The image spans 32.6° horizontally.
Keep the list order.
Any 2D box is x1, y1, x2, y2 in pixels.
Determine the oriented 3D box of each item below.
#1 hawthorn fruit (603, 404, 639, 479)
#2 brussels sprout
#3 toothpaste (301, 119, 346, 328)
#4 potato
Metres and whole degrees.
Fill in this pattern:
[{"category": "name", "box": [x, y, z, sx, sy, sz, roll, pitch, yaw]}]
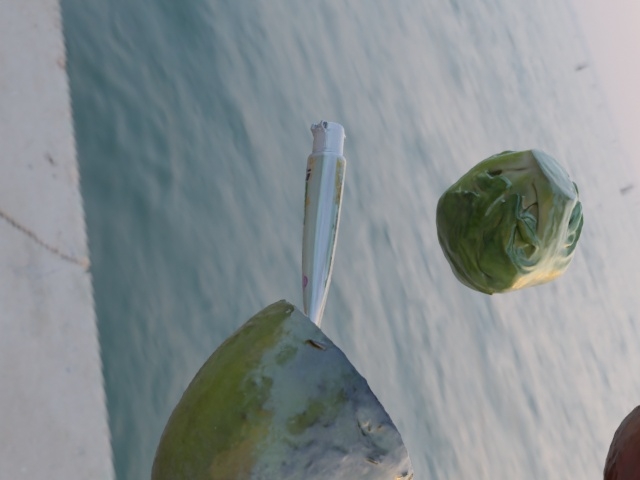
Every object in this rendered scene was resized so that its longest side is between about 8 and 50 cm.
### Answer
[{"category": "hawthorn fruit", "box": [0.287, 0.181, 0.605, 0.224, 0.224, 0.261, 62, 3, -25]}, {"category": "brussels sprout", "box": [0.266, -0.027, 1.556, 0.161, 0.223, 0.223, 22, 48, -52]}, {"category": "toothpaste", "box": [0.000, 0.000, 1.390, 0.058, 0.056, 0.314, 22, 66, -40]}, {"category": "potato", "box": [-0.052, 0.243, 1.148, 0.269, 0.255, 0.112, 57, -19, -14]}]
